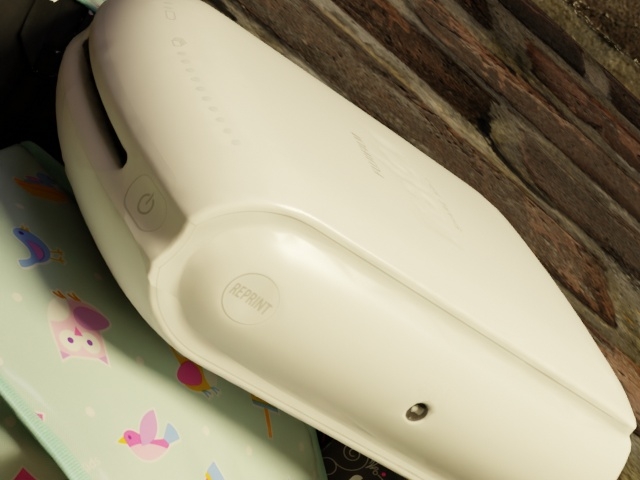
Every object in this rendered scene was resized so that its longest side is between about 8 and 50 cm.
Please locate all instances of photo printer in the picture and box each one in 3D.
[{"bbox_3d":[0.000,0.000,0.892,0.307,0.107,0.256,32,18,-31],"label":"photo printer"}]

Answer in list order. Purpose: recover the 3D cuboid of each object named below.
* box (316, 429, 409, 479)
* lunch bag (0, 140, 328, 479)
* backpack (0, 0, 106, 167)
[{"bbox_3d":[0.049,0.149,1.069,0.163,0.142,0.247,42,23,-7],"label":"box"},{"bbox_3d":[-0.129,0.093,0.834,0.262,0.160,0.223,42,21,5],"label":"lunch bag"},{"bbox_3d":[-0.204,-0.096,0.983,0.166,0.188,0.144,28,28,-35],"label":"backpack"}]
